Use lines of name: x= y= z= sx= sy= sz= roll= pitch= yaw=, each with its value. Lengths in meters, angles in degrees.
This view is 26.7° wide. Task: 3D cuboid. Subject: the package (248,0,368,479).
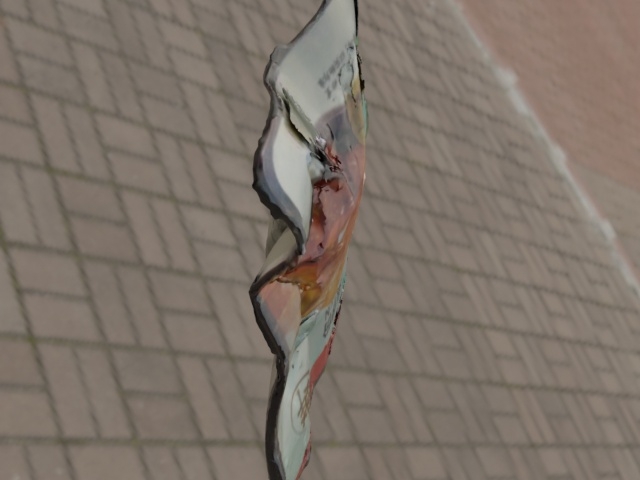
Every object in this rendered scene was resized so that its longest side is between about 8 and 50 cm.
package: x=0.000 y=0.000 z=0.619 sx=0.166 sy=0.040 sz=0.232 roll=-72 pitch=166 yaw=-47
